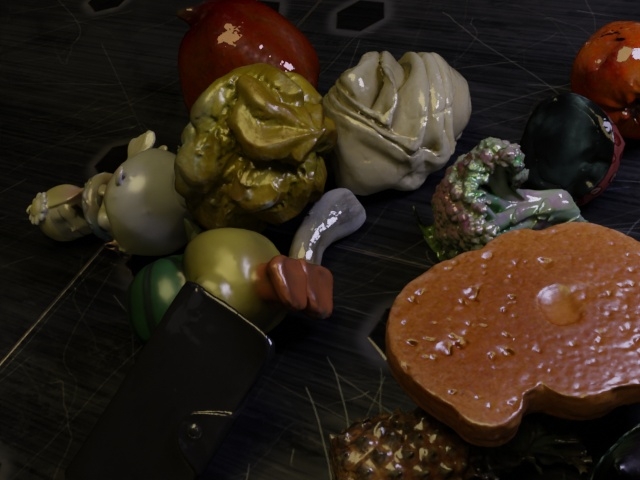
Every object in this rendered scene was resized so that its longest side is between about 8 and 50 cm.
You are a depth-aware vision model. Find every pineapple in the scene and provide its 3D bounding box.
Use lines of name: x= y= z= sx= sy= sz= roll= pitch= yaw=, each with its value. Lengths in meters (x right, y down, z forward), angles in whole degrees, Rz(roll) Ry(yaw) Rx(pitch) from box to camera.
pineapple: x=0.194 y=0.301 z=1.506 sx=0.361 sy=0.175 sz=0.175 roll=-8 pitch=42 yaw=-5

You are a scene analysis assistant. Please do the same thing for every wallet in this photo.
wallet: x=-0.229 y=0.262 z=1.654 sx=0.197 sy=0.051 sz=0.377 roll=32 pitch=89 yaw=21

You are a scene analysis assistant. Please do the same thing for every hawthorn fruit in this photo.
hawthorn fruit: x=-0.142 y=-0.338 z=2.180 sx=0.295 sy=0.311 sz=0.295 roll=-8 pitch=17 yaw=2
hawthorn fruit: x=0.549 y=-0.301 z=1.947 sx=0.211 sy=0.211 sz=0.299 roll=-10 pitch=24 yaw=13

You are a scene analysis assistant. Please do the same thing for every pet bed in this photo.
pet bed: x=0.427 y=-0.153 z=1.868 sx=0.201 sy=0.053 sz=0.201 roll=-8 pitch=78 yaw=43

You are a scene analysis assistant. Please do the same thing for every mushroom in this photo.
mushroom: x=-0.004 y=-0.002 z=1.937 sx=0.081 sy=0.092 sz=0.223 roll=-26 pitch=22 yaw=52

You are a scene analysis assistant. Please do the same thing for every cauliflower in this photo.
cauliflower: x=0.312 y=-0.044 z=1.782 sx=0.315 sy=0.256 sz=0.239 roll=-3 pitch=87 yaw=-2

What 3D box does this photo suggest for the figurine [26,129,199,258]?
figurine: x=-0.406 y=-0.087 z=2.121 sx=0.394 sy=0.226 sz=0.274 roll=-10 pitch=55 yaw=32

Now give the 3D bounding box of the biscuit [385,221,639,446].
biscuit: x=0.313 y=0.114 z=1.525 sx=0.455 sy=0.078 sz=0.350 roll=-14 pitch=45 yaw=-7

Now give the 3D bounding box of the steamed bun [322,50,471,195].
steamed bun: x=0.144 y=-0.244 z=2.023 sx=0.289 sy=0.203 sz=0.276 roll=-13 pitch=46 yaw=0

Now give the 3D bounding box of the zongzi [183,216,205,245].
zongzi: x=-0.219 y=0.031 z=1.963 sx=0.055 sy=0.119 sz=0.109 roll=-23 pitch=40 yaw=29

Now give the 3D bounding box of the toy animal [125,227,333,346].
toy animal: x=-0.167 y=0.079 z=1.813 sx=0.338 sy=0.216 sz=0.191 roll=-15 pitch=77 yaw=22

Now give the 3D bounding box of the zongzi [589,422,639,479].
zongzi: x=0.441 y=0.287 z=1.263 sx=0.383 sy=0.362 sz=0.319 roll=-18 pitch=60 yaw=1

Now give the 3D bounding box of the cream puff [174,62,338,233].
cream puff: x=-0.090 y=-0.141 z=1.943 sx=0.257 sy=0.291 sz=0.324 roll=26 pitch=102 yaw=33
